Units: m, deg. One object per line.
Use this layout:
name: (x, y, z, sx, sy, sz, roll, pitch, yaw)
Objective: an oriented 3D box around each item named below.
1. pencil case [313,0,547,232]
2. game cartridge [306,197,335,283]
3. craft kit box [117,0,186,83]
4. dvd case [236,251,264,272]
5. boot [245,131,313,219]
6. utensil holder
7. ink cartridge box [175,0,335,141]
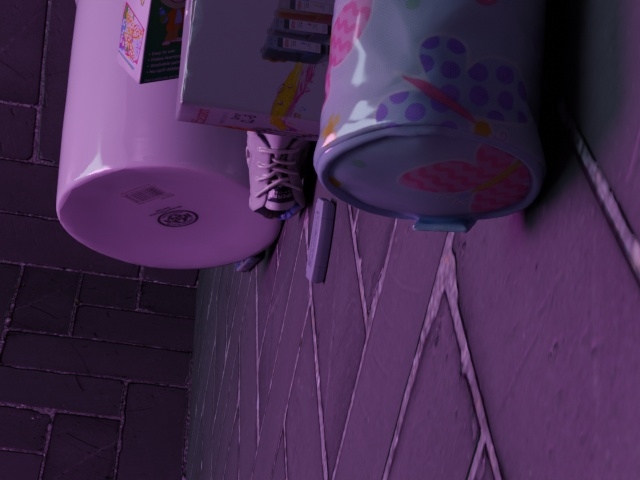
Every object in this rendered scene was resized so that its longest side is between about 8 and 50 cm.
pencil case: (0.061, -0.145, 0.684, 0.124, 0.114, 0.273, 93, -178, -69)
game cartridge: (0.000, 0.000, 1.355, 0.056, 0.017, 0.083, -116, 35, -83)
craft kit box: (-0.068, -0.287, 1.338, 0.061, 0.250, 0.246, 45, 137, 39)
dvd case: (-0.101, -0.049, 2.130, 0.253, 0.022, 0.180, 142, 136, -79)
boot: (-0.038, -0.095, 1.516, 0.258, 0.095, 0.123, 93, 177, -79)
utensil holder: (-0.195, -0.193, 1.880, 0.327, 0.328, 0.385, 113, 161, -62)
ink cartridge box: (-0.017, -0.145, 1.021, 0.128, 0.176, 0.127, 170, 108, -82)
